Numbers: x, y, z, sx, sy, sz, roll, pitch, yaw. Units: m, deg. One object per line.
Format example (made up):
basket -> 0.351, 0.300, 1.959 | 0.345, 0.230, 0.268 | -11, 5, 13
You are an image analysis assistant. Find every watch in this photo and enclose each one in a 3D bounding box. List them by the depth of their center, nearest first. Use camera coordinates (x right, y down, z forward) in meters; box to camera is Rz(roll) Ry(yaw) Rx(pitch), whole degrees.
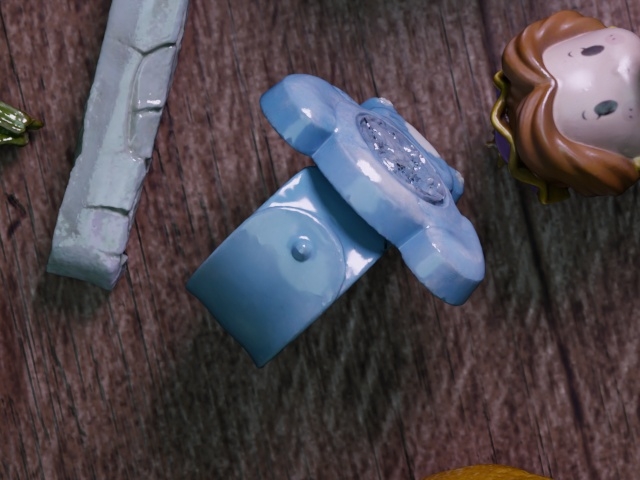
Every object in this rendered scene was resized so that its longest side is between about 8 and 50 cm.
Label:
watch -> 0.000, 0.000, 1.003 | 0.211, 0.211, 0.193 | 47, 110, 1

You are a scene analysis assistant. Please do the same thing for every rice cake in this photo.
rice cake -> -0.151, -0.128, 1.055 | 0.066, 0.063, 0.336 | 14, 96, -2

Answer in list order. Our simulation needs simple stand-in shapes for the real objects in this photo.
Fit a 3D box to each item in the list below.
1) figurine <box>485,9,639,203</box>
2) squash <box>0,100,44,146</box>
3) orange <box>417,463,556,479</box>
figurine -> 0.241, -0.107, 0.959 | 0.263, 0.189, 0.142 | -15, 66, 21
squash -> -0.337, -0.079, 1.074 | 0.224, 0.094, 0.094 | -11, 92, -3
orange -> 0.115, 0.286, 0.955 | 0.264, 0.264, 0.264 | 0, 93, 5
